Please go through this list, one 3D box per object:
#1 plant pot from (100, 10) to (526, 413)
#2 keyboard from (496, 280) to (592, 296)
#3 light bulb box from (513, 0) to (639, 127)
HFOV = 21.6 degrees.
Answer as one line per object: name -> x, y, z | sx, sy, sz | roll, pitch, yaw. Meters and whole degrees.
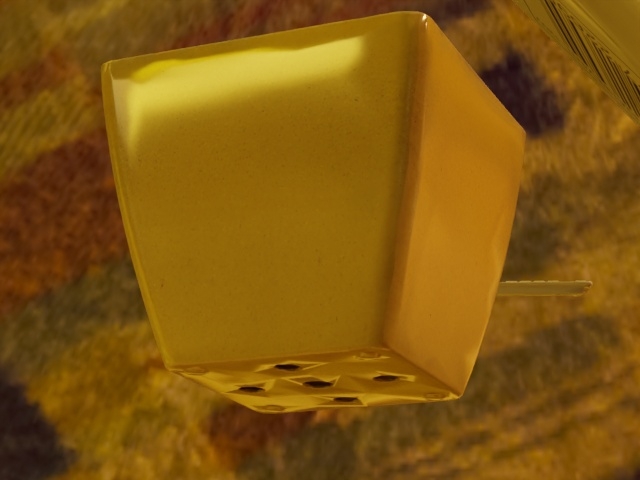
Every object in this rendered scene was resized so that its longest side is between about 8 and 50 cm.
plant pot -> 0.000, 0.000, 1.038 | 0.212, 0.212, 0.187 | -6, 71, 22
keyboard -> 0.090, 0.040, 1.368 | 0.256, 0.072, 0.014 | 0, 88, 4
light bulb box -> 0.219, -0.171, 0.475 | 0.361, 0.225, 0.358 | -42, 65, 6
